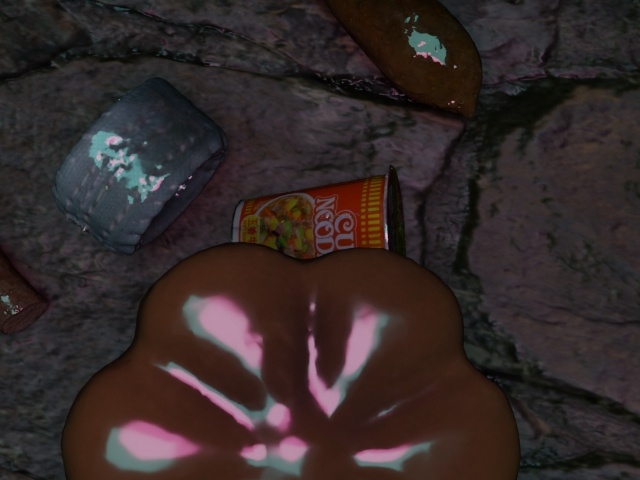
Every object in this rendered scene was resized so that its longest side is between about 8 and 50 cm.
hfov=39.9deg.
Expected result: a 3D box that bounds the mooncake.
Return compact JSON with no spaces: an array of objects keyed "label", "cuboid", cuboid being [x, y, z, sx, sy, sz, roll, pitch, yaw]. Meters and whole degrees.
[{"label":"mooncake","cuboid":[-0.030,0.225,0.951,0.467,0.262,0.466,1,80,-8]}]

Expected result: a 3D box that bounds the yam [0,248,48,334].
[{"label":"yam","cuboid":[-0.456,0.066,1.242,0.084,0.084,0.127,-42,82,0]}]

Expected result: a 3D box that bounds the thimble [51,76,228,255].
[{"label":"thimble","cuboid":[-0.240,-0.093,1.178,0.143,0.198,0.235,42,71,1]}]

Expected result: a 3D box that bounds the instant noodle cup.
[{"label":"instant noodle cup","cuboid":[0.000,0.000,1.180,0.212,0.193,0.193,-4,85,13]}]

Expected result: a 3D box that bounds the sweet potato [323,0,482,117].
[{"label":"sweet potato","cuboid":[0.068,-0.326,1.225,0.423,0.130,0.130,42,89,12]}]
